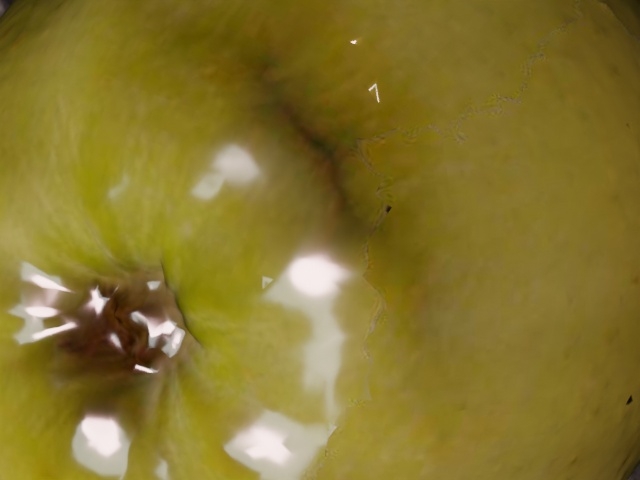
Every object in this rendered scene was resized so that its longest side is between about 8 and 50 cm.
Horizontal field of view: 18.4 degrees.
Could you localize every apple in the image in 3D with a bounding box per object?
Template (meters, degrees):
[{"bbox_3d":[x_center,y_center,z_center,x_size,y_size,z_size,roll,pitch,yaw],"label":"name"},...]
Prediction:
[{"bbox_3d":[0.000,0.000,1.104,0.474,0.473,0.473,8,113,20],"label":"apple"}]
